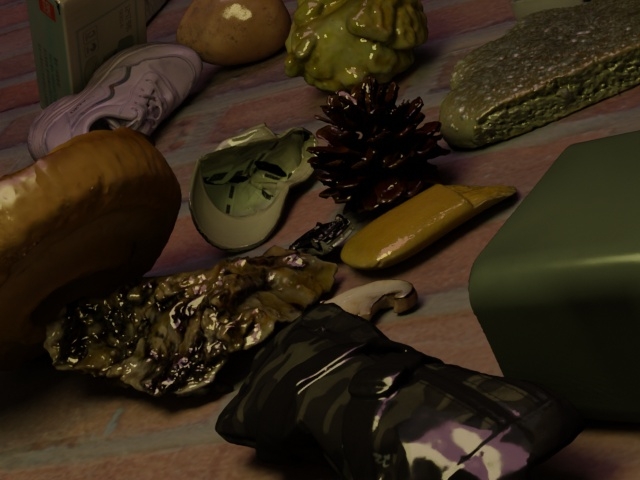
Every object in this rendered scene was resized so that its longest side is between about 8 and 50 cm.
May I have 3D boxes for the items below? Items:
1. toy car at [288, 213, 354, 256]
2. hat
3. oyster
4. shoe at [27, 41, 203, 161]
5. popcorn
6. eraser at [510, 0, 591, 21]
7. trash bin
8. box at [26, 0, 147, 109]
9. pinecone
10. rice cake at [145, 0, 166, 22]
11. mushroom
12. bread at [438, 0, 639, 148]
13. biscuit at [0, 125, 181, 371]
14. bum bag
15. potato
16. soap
[{"bbox_3d":[0.000,0.000,1.496,0.041,0.025,0.093,-40,8,-22],"label":"toy car"},{"bbox_3d":[-0.073,-0.048,1.633,0.122,0.081,0.166,15,45,-5],"label":"hat"},{"bbox_3d":[-0.107,0.059,1.425,0.214,0.083,0.223,0,28,38],"label":"oyster"},{"bbox_3d":[-0.234,-0.160,1.972,0.245,0.095,0.137,-36,33,-20],"label":"shoe"},{"bbox_3d":[0.035,-0.234,1.828,0.173,0.142,0.173,-4,47,5],"label":"popcorn"},{"bbox_3d":[0.300,-0.303,1.810,0.092,0.046,0.212,-3,32,39],"label":"eraser"},{"bbox_3d":[0.295,0.009,1.055,0.343,0.158,0.223,-2,32,41],"label":"trash bin"},{"bbox_3d":[-0.292,-0.260,2.019,0.135,0.269,0.079,-37,64,-26],"label":"box"},{"bbox_3d":[0.052,-0.091,1.525,0.140,0.120,0.140,-21,19,7],"label":"pinecone"},{"bbox_3d":[-0.275,-0.376,2.473,0.073,0.056,0.365,-7,29,22],"label":"rice cake"},{"bbox_3d":[0.038,0.055,1.366,0.101,0.019,0.049,-12,26,30],"label":"mushroom"},{"bbox_3d":[0.240,-0.186,1.627,0.286,0.056,0.207,-23,26,0],"label":"bread"},{"bbox_3d":[-0.249,0.021,1.462,0.296,0.102,0.296,-38,-14,-12],"label":"biscuit"},{"bbox_3d":[0.037,0.124,1.141,0.144,0.095,0.340,-38,30,-19],"label":"bum bag"},{"bbox_3d":[-0.109,-0.274,2.060,0.147,0.112,0.112,-3,30,17],"label":"potato"},{"bbox_3d":[0.094,-0.021,1.447,0.168,0.033,0.089,-32,25,-16],"label":"soap"}]
